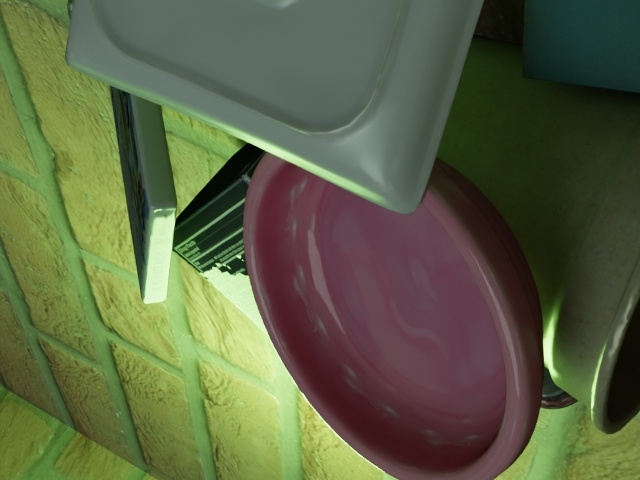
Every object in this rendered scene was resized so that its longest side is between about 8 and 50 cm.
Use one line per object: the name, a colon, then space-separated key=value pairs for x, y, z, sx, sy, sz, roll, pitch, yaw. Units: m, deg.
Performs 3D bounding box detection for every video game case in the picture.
video game case: x=-0.222 y=-0.126 z=1.427 sx=0.036 sy=0.329 sz=0.300 roll=-7 pitch=158 yaw=-13

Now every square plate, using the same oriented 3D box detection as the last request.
square plate: x=-0.036 y=-0.235 z=0.840 sx=0.344 sy=0.049 sz=0.347 roll=26 pitch=112 yaw=23

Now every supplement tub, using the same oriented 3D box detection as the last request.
supplement tub: x=0.277 y=0.145 z=1.369 sx=0.106 sy=0.106 sz=0.198 roll=27 pitch=-174 yaw=17

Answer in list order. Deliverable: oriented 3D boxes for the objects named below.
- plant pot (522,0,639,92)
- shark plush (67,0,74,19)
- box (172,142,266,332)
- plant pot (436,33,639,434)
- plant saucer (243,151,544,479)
plant pot: x=0.292 y=-0.213 z=0.881 sx=0.234 sy=0.165 sz=0.166 roll=15 pitch=145 yaw=20
shark plush: x=-0.308 y=-0.338 z=1.442 sx=0.067 sy=0.073 sz=0.161 roll=53 pitch=171 yaw=40
box: x=0.000 y=0.000 z=1.463 sx=0.294 sy=0.183 sz=0.296 roll=42 pitch=151 yaw=-11
plant pot: x=0.203 y=-0.043 z=1.063 sx=0.305 sy=0.334 sz=0.334 roll=27 pitch=150 yaw=26
plant saucer: x=0.066 y=0.050 z=0.986 sx=0.332 sy=0.084 sz=0.332 roll=32 pitch=136 yaw=37
